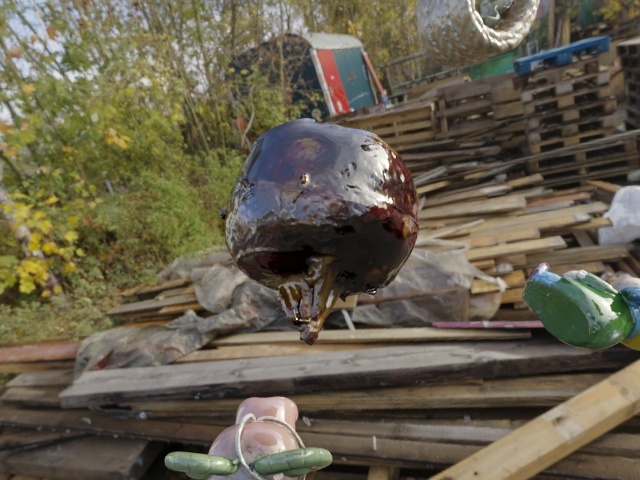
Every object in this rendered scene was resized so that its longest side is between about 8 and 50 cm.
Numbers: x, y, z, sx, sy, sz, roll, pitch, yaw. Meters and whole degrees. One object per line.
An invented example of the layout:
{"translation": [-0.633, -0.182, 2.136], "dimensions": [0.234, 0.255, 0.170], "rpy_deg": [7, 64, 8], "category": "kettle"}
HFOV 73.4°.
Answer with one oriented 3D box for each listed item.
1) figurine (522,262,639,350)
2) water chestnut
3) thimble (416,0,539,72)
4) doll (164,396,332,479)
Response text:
{"translation": [0.474, 0.106, 0.709], "dimensions": [0.233, 0.128, 0.185], "rpy_deg": [-7, 22, -15], "category": "figurine"}
{"translation": [0.000, 0.000, 0.711], "dimensions": [0.334, 0.348, 0.335], "rpy_deg": [-2, -22, -1], "category": "water chestnut"}
{"translation": [0.309, -0.464, 0.851], "dimensions": [0.229, 0.196, 0.148], "rpy_deg": [-60, 28, -11], "category": "thimble"}
{"translation": [-0.120, 0.386, 0.788], "dimensions": [0.283, 0.268, 0.217], "rpy_deg": [-3, 62, 1], "category": "doll"}
